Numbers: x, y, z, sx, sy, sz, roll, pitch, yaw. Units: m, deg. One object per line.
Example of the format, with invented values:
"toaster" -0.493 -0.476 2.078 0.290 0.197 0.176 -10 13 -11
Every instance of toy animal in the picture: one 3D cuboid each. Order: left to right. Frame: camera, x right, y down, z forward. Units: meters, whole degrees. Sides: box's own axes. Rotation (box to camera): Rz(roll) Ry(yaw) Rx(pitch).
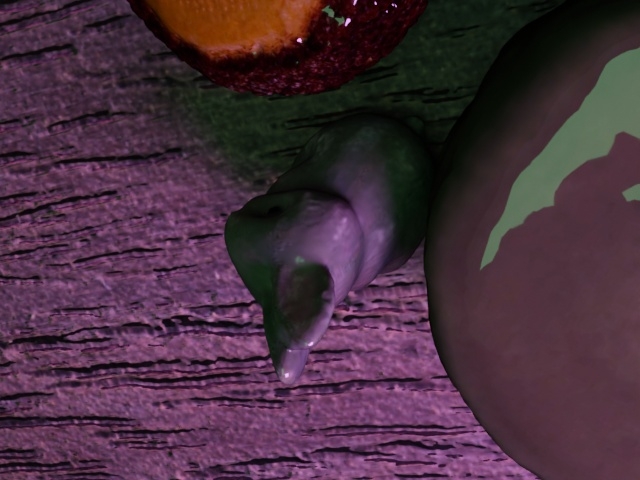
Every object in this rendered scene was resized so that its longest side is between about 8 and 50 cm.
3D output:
"toy animal" -0.001 -0.003 0.653 0.125 0.251 0.127 5 114 19

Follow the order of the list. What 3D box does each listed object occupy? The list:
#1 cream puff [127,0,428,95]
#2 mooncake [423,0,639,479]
"cream puff" -0.024 -0.212 0.607 0.239 0.165 0.239 18 126 27
"mooncake" 0.247 -0.002 0.612 0.357 0.194 0.356 6 110 16
